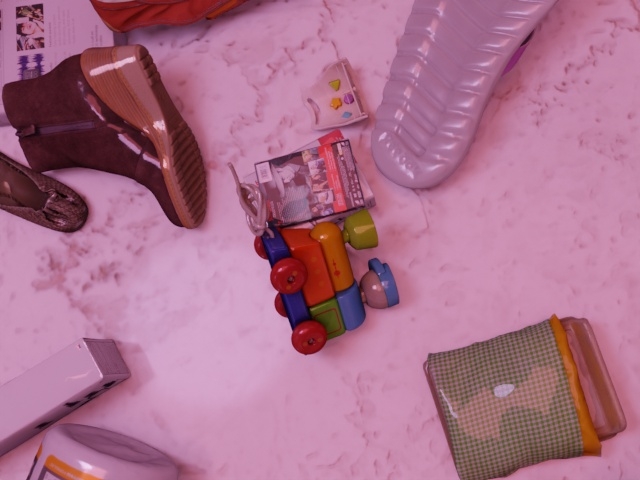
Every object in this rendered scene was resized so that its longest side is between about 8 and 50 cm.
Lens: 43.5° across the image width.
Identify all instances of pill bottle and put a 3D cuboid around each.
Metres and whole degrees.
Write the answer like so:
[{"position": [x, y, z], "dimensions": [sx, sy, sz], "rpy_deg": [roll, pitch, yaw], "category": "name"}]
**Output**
[{"position": [-0.282, 0.363, 0.906], "dimensions": [0.162, 0.162, 0.278], "rpy_deg": [20, 84, 10], "category": "pill bottle"}]

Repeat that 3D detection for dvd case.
[{"position": [-0.013, -0.066, 0.958], "dimensions": [0.120, 0.013, 0.087], "rpy_deg": [-15, 78, 3], "category": "dvd case"}]

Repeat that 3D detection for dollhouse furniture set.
[{"position": [0.247, 0.237, 0.863], "dimensions": [0.198, 0.151, 0.301], "rpy_deg": [-18, 79, 4], "category": "dollhouse furniture set"}]

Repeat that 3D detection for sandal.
[{"position": [0.190, -0.256, 0.987], "dimensions": [0.169, 0.102, 0.416], "rpy_deg": [35, 99, 26], "category": "sandal"}]

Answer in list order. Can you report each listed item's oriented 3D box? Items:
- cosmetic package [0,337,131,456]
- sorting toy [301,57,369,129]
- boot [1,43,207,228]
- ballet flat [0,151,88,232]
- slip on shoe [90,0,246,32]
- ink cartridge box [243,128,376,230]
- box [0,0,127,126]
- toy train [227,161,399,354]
[{"position": [-0.357, 0.204, 0.973], "dimensions": [0.239, 0.099, 0.060], "rpy_deg": [-32, 78, 2], "category": "cosmetic package"}, {"position": [0.016, -0.176, 1.020], "dimensions": [0.075, 0.045, 0.083], "rpy_deg": [-21, 79, 11], "category": "sorting toy"}, {"position": [-0.269, -0.113, 1.015], "dimensions": [0.207, 0.090, 0.248], "rpy_deg": [-14, 107, 21], "category": "boot"}, {"position": [-0.421, -0.074, 1.047], "dimensions": [0.250, 0.058, 0.084], "rpy_deg": [23, 83, 10], "category": "ballet flat"}, {"position": [-0.136, -0.341, 1.030], "dimensions": [0.331, 0.101, 0.123], "rpy_deg": [-17, 62, -14], "category": "slip on shoe"}, {"position": [-0.013, -0.060, 0.994], "dimensions": [0.135, 0.056, 0.099], "rpy_deg": [-27, 78, 2], "category": "ink cartridge box"}, {"position": [-0.423, -0.271, 1.084], "dimensions": [0.322, 0.058, 0.232], "rpy_deg": [-5, 80, 5], "category": "box"}, {"position": [0.000, 0.000, 0.912], "dimensions": [0.143, 0.105, 0.248], "rpy_deg": [-21, 119, -8], "category": "toy train"}]
